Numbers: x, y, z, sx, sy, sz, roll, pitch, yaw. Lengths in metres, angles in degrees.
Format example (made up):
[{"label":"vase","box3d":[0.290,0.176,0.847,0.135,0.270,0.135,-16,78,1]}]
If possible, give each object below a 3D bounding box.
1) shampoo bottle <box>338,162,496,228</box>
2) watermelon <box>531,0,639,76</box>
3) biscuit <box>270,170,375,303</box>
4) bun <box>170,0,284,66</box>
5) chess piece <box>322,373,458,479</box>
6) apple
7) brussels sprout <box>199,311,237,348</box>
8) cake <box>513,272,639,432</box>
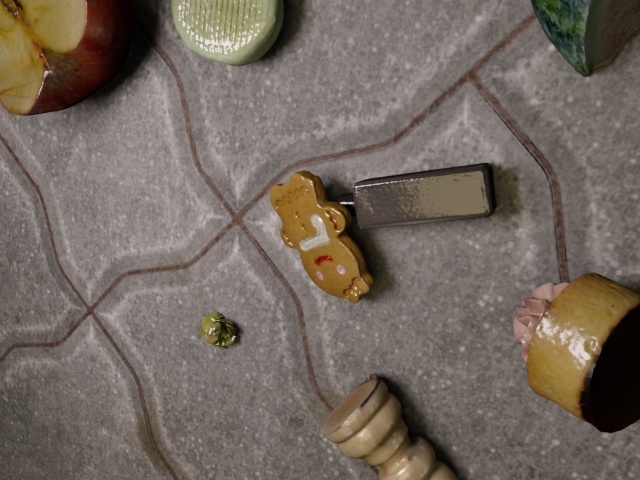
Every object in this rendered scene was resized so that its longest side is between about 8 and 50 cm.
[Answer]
[{"label":"shampoo bottle","box3d":[0.148,-0.068,0.786,0.246,0.080,0.079,-5,99,25]},{"label":"watermelon","box3d":[0.361,-0.384,0.607,0.231,0.193,0.310,-1,88,43]},{"label":"biscuit","box3d":[-0.002,0.002,0.856,0.184,0.035,0.249,-18,103,52]},{"label":"bun","box3d":[-0.153,-0.404,0.832,0.221,0.108,0.221,3,102,15]},{"label":"chess piece","box3d":[0.139,0.381,0.867,0.261,0.142,0.143,46,115,4]},{"label":"apple","box3d":[-0.523,-0.429,0.893,0.328,0.295,0.365,-38,85,-8]},{"label":"brussels sprout","box3d":[-0.213,0.189,1.017,0.085,0.058,0.085,2,105,6]},{"label":"cake","box3d":[0.361,0.144,0.700,0.178,0.185,0.208,23,144,61]}]
